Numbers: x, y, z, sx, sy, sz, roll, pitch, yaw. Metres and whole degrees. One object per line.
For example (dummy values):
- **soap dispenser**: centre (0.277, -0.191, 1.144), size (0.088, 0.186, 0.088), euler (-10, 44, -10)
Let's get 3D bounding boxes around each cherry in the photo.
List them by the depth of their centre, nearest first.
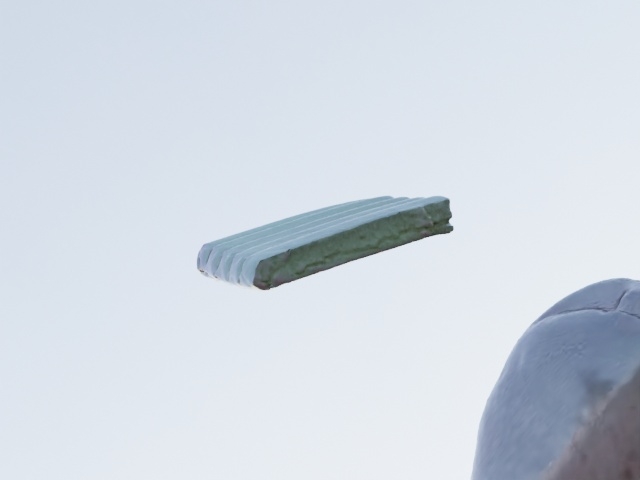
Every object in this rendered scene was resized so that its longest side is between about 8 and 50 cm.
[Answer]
- **cherry**: centre (0.299, 0.202, 1.763), size (0.335, 0.326, 0.291), euler (-24, -26, 14)

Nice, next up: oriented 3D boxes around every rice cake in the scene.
- **rice cake**: centre (0.000, 0.000, 1.541), size (0.198, 0.189, 0.037), euler (-16, -82, -19)
